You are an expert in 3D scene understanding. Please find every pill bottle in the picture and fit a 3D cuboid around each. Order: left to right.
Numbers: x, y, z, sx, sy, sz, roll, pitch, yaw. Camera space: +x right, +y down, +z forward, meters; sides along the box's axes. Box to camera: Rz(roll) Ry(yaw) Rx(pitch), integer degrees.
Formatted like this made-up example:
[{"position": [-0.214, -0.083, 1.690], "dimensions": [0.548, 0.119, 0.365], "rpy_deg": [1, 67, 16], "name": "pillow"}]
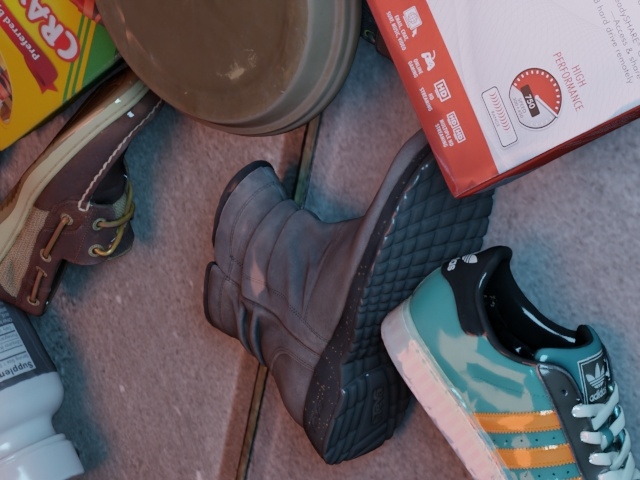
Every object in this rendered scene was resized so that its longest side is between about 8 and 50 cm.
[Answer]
[{"position": [-0.373, 0.130, 1.896], "dimensions": [0.176, 0.176, 0.318], "rpy_deg": [-36, 80, 48], "name": "pill bottle"}]

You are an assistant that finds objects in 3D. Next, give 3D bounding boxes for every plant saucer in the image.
[{"position": [-0.087, -0.206, 1.420], "dimensions": [0.278, 0.041, 0.278], "rpy_deg": [21, 125, 34], "name": "plant saucer"}]

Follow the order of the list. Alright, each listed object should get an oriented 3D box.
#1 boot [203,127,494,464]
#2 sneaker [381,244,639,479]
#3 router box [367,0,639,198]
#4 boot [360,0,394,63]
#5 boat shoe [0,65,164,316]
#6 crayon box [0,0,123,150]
[{"position": [0.000, 0.000, 1.491], "dimensions": [0.223, 0.118, 0.338], "rpy_deg": [48, 130, 33], "name": "boot"}, {"position": [0.176, 0.138, 1.341], "dimensions": [0.121, 0.108, 0.302], "rpy_deg": [-44, 80, 29], "name": "sneaker"}, {"position": [0.153, -0.240, 1.201], "dimensions": [0.301, 0.082, 0.335], "rpy_deg": [-28, 83, 37], "name": "router box"}, {"position": [0.032, -0.171, 1.406], "dimensions": [0.229, 0.091, 0.263], "rpy_deg": [47, 136, 22], "name": "boot"}, {"position": [-0.223, -0.035, 1.742], "dimensions": [0.123, 0.123, 0.342], "rpy_deg": [39, 129, -8], "name": "boat shoe"}, {"position": [-0.276, -0.216, 1.695], "dimensions": [0.318, 0.081, 0.202], "rpy_deg": [-31, 97, 47], "name": "crayon box"}]
